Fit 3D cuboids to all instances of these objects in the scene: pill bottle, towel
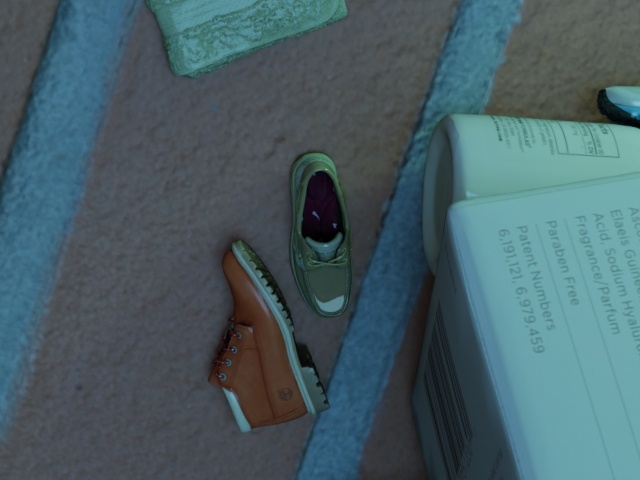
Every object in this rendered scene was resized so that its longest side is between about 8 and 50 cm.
[{"bbox_3d":[0.202,-0.027,1.450,0.229,0.131,0.131,3,102,-8],"label":"pill bottle"},{"bbox_3d":[-0.061,-0.195,1.429,0.148,0.027,0.110,-22,104,-2],"label":"towel"}]

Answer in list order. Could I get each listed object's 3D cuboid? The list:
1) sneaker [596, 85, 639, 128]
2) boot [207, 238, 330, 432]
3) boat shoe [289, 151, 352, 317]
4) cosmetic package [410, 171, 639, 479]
[{"bbox_3d":[0.309,-0.126,1.482,0.191,0.071,0.083,-1,95,-15],"label":"sneaker"},{"bbox_3d":[-0.058,0.079,1.479,0.084,0.059,0.158,-20,106,2],"label":"boot"},{"bbox_3d":[0.000,0.000,1.473,0.050,0.045,0.135,-11,104,-5],"label":"boat shoe"},{"bbox_3d":[0.297,0.154,1.327,0.394,0.329,0.327,-10,61,-7],"label":"cosmetic package"}]
